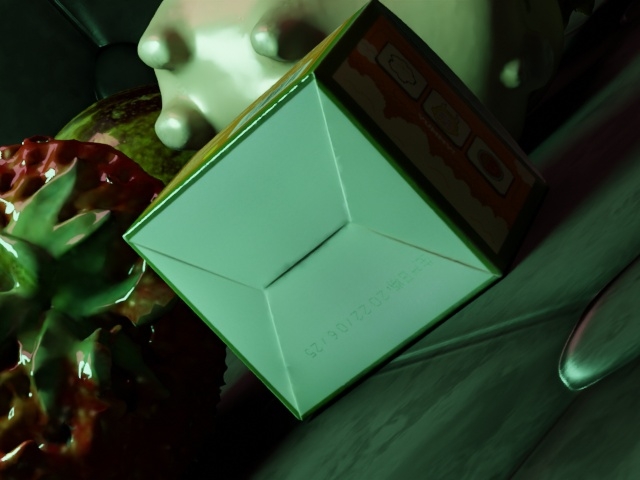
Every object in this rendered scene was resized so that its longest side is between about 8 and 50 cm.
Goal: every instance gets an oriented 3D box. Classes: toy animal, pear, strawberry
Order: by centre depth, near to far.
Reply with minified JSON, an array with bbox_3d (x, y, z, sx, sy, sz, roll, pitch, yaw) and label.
[{"bbox_3d":[-0.200,0.102,1.419,0.351,0.267,0.312,89,-172,-73],"label":"strawberry"},{"bbox_3d":[0.029,-0.146,1.503,0.326,0.237,0.269,8,27,36],"label":"toy animal"},{"bbox_3d":[-0.170,-0.043,2.069,0.283,0.283,0.283,-43,7,7],"label":"pear"}]

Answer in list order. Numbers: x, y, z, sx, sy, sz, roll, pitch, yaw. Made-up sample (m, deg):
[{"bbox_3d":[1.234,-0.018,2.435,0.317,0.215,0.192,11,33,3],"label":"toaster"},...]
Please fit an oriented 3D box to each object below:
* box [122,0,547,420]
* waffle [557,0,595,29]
[{"bbox_3d":[0.013,-0.022,1.277,0.195,0.177,0.148,-39,10,32],"label":"box"},{"bbox_3d":[0.212,-0.271,1.639,0.231,0.051,0.229,-1,-53,-51],"label":"waffle"}]
